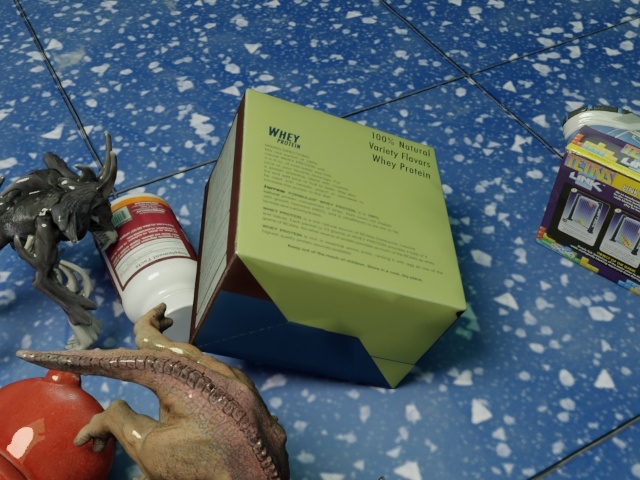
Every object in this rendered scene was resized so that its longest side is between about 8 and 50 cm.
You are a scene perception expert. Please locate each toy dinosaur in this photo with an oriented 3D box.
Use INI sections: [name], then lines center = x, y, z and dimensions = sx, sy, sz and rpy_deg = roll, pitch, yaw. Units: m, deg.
[toy dinosaur]
center = -0.057, 0.152, 0.498
dimensions = 0.127, 0.295, 0.200
rpy_deg = -46, 33, -22

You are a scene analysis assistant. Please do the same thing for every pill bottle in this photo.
[pill bottle]
center = -0.160, 0.030, 0.711
dimensions = 0.086, 0.086, 0.152
rpy_deg = -21, 52, -19

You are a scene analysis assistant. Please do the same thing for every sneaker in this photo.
[sneaker]
center = 0.389, -0.099, 0.856
dimensions = 0.211, 0.080, 0.081
rpy_deg = 6, 70, 5

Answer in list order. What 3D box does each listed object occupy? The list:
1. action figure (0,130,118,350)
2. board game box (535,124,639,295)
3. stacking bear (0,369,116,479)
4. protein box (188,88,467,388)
[action figure]
center = -0.272, 0.024, 0.668
dimensions = 0.276, 0.141, 0.164
rpy_deg = -36, 44, 1
[board game box]
center = 0.313, -0.018, 0.725
dimensions = 0.170, 0.141, 0.048
rpy_deg = 31, 55, 24
[stacking bear]
center = -0.263, 0.208, 0.506
dimensions = 0.164, 0.175, 0.289
rpy_deg = -4, 28, 34
[protein box]
center = 0.000, 0.000, 0.667
dimensions = 0.200, 0.136, 0.201
rpy_deg = 15, 45, -18
